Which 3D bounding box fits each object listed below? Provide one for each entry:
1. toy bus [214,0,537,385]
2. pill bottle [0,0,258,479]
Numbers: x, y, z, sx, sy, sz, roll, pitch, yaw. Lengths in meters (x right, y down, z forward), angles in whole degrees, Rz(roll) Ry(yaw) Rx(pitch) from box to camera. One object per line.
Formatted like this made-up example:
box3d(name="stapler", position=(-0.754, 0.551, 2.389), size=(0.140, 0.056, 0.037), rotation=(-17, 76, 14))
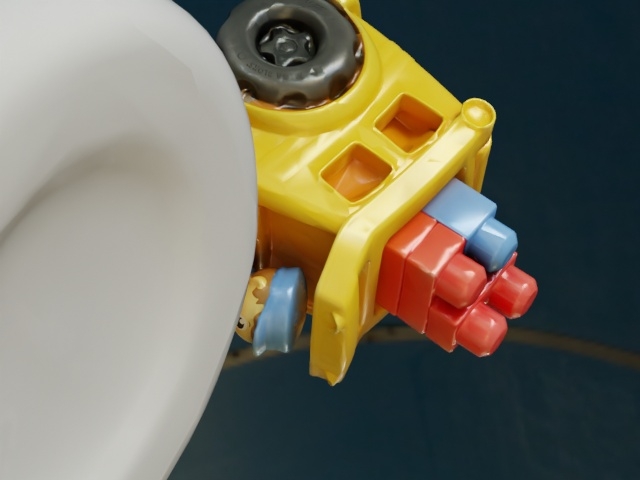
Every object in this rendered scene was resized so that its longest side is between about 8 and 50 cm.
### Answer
box3d(name="toy bus", position=(0.000, 0.000, 0.717), size=(0.211, 0.220, 0.149), rotation=(38, -28, 19))
box3d(name="pill bottle", position=(-0.247, -0.030, 0.489), size=(0.408, 0.229, 0.229), rotation=(21, -36, 23))
